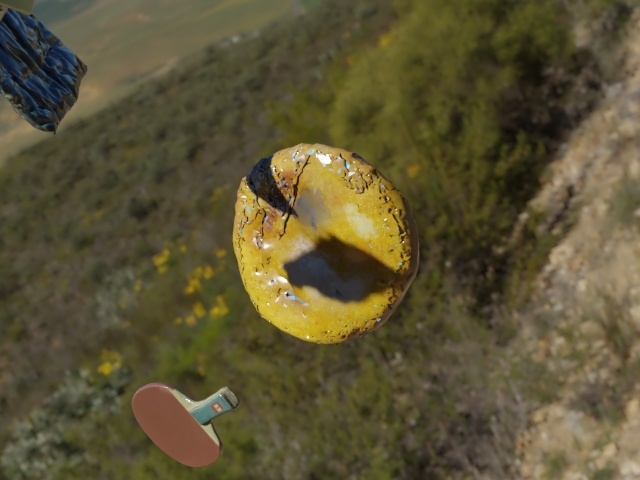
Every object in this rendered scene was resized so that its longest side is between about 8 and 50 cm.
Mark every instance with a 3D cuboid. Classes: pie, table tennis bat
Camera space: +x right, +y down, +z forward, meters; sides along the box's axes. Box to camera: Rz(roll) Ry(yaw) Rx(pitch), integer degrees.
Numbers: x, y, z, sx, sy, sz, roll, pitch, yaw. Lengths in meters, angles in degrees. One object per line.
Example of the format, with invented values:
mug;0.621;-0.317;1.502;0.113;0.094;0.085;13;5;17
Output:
pie;0.000;0.000;1.712;0.273;0.273;0.069;-14;13;32
table tennis bat;-0.190;0.259;2.062;0.021;0.154;0.274;-46;8;-35

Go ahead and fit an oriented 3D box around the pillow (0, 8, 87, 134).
pillow;-0.347;-0.220;1.600;0.034;0.189;0.255;-42;17;16

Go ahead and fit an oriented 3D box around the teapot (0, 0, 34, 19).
teapot;-0.216;-0.152;0.843;0.083;0.064;0.064;16;4;16
